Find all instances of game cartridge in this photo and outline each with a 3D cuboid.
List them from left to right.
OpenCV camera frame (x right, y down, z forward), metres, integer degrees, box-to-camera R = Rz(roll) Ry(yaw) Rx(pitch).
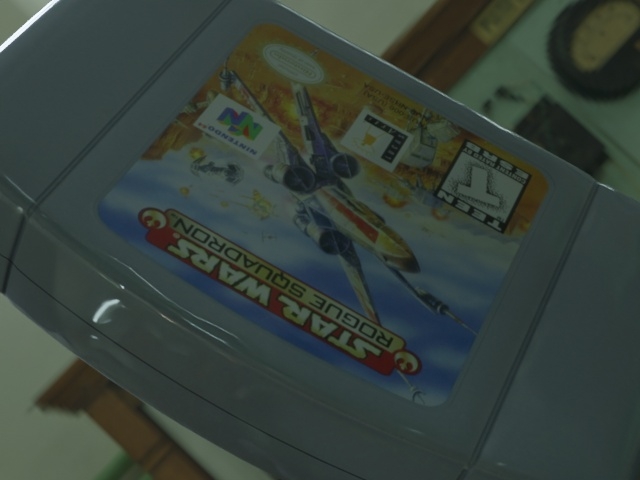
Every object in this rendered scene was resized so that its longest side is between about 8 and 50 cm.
[{"bbox_3d":[0.000,0.000,0.600,0.062,0.297,0.198,-63,-4,37],"label":"game cartridge"}]
